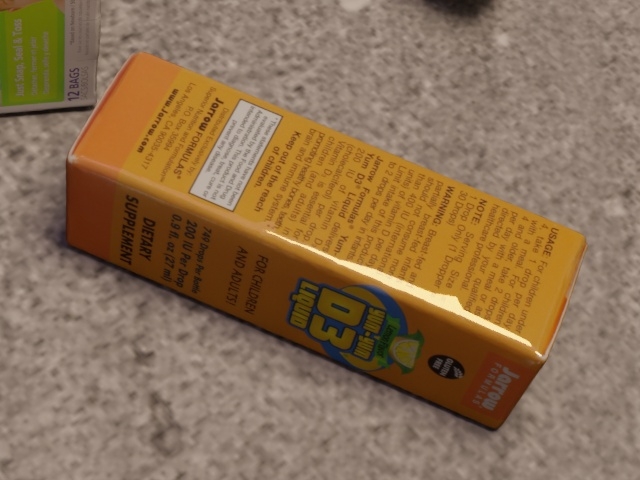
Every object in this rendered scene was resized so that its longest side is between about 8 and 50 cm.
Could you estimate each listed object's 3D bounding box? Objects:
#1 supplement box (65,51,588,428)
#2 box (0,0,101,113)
[{"bbox_3d":[0.000,0.000,0.637,0.233,0.078,0.080,21,55,3],"label":"supplement box"},{"bbox_3d":[-0.215,-0.129,0.655,0.203,0.114,0.103,-7,60,-15],"label":"box"}]
